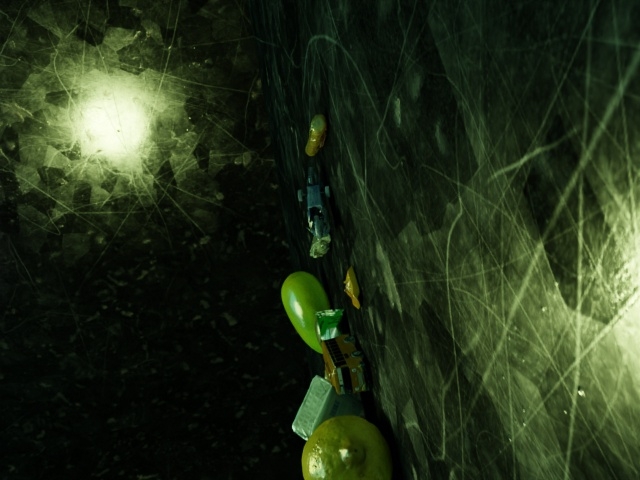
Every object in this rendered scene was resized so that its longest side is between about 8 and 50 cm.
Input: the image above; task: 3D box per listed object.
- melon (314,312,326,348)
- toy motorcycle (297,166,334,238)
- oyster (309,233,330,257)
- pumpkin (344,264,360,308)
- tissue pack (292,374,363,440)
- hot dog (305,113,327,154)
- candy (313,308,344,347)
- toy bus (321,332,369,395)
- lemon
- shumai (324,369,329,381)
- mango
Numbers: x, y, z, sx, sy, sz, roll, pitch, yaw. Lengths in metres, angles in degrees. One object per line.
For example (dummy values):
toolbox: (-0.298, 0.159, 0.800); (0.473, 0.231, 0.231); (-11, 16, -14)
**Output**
melon: (0.031, 0.327, 1.862); (0.099, 0.099, 0.162); (-124, 21, -72)
toy motorcycle: (-0.009, -0.099, 1.559); (0.135, 0.092, 0.254); (73, -170, -58)
oyster: (0.000, 0.000, 1.766); (0.177, 0.064, 0.124); (-91, 8, -70)
pumpkin: (0.083, 0.127, 1.401); (0.073, 0.035, 0.101); (96, 163, -59)
tissue pack: (0.026, 0.539, 1.629); (0.177, 0.089, 0.263); (-63, -34, -16)
hot dog: (-0.011, -0.277, 1.436); (0.215, 0.047, 0.066); (118, 176, -78)
candy: (0.042, 0.330, 1.746); (0.141, 0.078, 0.203); (-22, 82, 64)
toy bus: (0.069, 0.363, 1.555); (0.201, 0.114, 0.098); (-124, 23, -72)
lemon: (0.072, 0.593, 1.409); (0.320, 0.245, 0.245); (100, 158, -61)
shumai: (0.069, 0.454, 1.844); (0.123, 0.105, 0.139); (92, -169, -74)
mango: (-0.036, 0.281, 2.059); (0.192, 0.156, 0.343); (-38, 75, 50)
